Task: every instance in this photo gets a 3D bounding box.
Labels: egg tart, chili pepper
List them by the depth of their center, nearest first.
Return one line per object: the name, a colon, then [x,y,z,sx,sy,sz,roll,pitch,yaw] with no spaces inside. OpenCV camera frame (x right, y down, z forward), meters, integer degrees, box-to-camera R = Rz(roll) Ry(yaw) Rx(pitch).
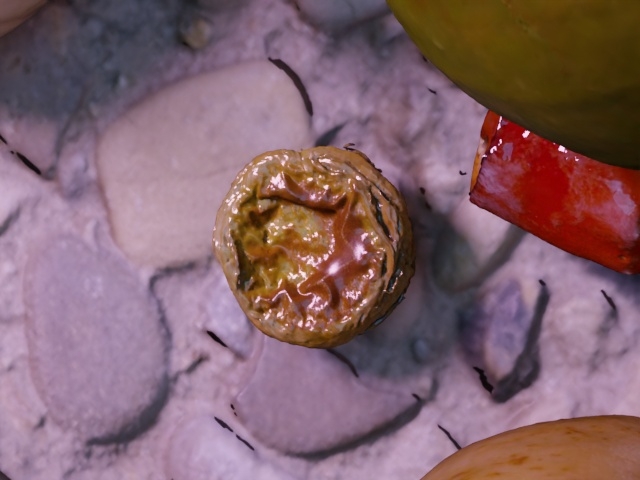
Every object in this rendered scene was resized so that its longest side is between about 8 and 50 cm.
chili pepper: [0.170,-0.028,0.997,0.192,0.086,0.084,24,76,20]
egg tart: [0.000,0.000,1.076,0.130,0.052,0.130,2,94,21]

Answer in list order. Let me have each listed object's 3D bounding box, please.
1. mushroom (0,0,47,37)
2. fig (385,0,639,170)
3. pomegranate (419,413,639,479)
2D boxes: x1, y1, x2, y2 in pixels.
mushroom: [-0.256,-0.232,1.084,0.246,0.202,0.246,-5,130,-6]
fig: [0.156,-0.176,0.901,0.316,0.316,0.316,1,94,19]
pomegranate: [0.147,0.242,0.925,0.307,0.307,0.307,1,94,19]
